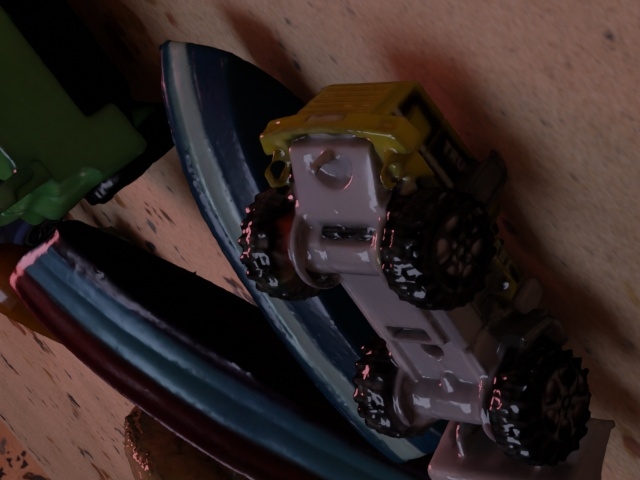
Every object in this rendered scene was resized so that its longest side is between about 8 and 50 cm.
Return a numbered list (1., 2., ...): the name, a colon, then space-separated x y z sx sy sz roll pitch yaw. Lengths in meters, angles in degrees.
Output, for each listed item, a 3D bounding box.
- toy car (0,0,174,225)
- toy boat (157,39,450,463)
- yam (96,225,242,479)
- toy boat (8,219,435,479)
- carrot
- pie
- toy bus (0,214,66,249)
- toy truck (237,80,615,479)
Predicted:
1. toy car: -0.238 -0.102 1.257 0.213 0.176 0.358 53 162 -9
2. toy boat: 0.000 0.000 1.050 0.299 0.096 0.061 55 151 -13
3. yam: -0.134 0.096 1.557 0.259 0.093 0.093 43 161 16
4. toy boat: -0.057 0.101 1.284 0.392 0.136 0.079 31 128 7
5. carrot: -0.207 0.092 1.662 0.336 0.069 0.069 36 169 -26
6. pie: -0.094 0.202 1.586 0.218 0.052 0.185 0 -136 -54
7. toy bus: -0.333 -0.066 1.617 0.125 0.133 0.292 44 162 16
8. toy truck: 0.070 0.039 0.935 0.136 0.111 0.286 4 137 44
